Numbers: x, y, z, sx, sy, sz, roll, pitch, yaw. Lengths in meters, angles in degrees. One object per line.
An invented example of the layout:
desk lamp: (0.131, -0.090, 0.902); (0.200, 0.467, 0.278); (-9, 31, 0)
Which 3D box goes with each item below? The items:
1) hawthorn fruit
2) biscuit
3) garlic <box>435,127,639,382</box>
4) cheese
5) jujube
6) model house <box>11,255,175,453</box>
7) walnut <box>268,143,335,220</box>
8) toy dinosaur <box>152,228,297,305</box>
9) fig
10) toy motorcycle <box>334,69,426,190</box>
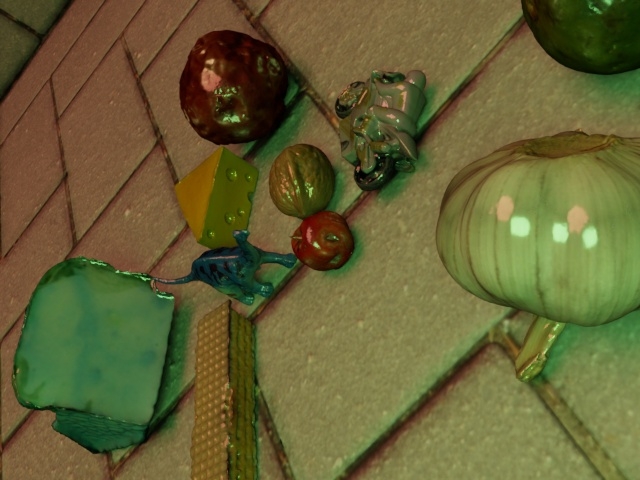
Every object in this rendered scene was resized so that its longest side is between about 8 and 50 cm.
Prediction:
hawthorn fruit: (0.000, 0.000, 1.037); (0.093, 0.093, 0.093); (-28, 47, 35)
biscuit: (-0.137, 0.267, 1.039); (0.094, 0.054, 0.378); (-33, 45, 32)
garlic: (0.223, 0.025, 0.713); (0.245, 0.245, 0.253); (29, 125, 53)
cheese: (-0.172, -0.046, 1.258); (0.126, 0.093, 0.171); (-33, 45, 26)
jujube: (-0.154, -0.272, 1.323); (0.197, 0.197, 0.290); (-46, 24, 17)
model house: (-0.384, 0.203, 1.262); (0.241, 0.226, 0.261); (121, 158, -55)
walnut: (-0.029, -0.087, 1.122); (0.105, 0.105, 0.124); (-35, 48, 29)
toy dinosaur: (-0.133, 0.047, 1.138); (0.329, 0.144, 0.076); (-22, 54, 55)
fig: (0.328, -0.294, 0.795); (0.245, 0.195, 0.195); (-36, 38, -6)
toy motorcycle: (0.093, -0.177, 1.065); (0.152, 0.073, 0.225); (-36, 43, 24)
